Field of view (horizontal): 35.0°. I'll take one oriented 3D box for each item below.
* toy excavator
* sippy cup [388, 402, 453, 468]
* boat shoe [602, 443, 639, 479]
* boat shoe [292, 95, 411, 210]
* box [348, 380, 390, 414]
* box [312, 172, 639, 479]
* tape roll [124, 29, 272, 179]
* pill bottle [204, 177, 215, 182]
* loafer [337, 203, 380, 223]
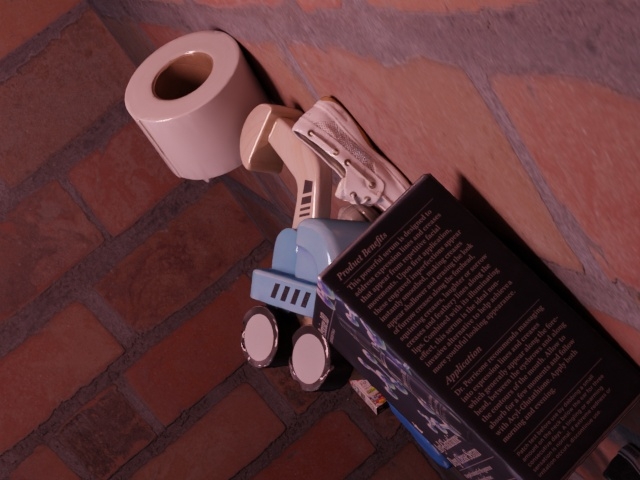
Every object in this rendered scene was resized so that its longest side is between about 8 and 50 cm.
[{"bbox_3d":[0.000,0.000,1.748,0.222,0.445,0.433,5,-174,-39],"label":"toy excavator"},{"bbox_3d":[0.248,0.267,1.772,0.240,0.224,0.305,55,171,-28],"label":"sippy cup"},{"bbox_3d":[0.499,0.412,1.561,0.228,0.076,0.080,55,171,-30],"label":"boat shoe"},{"bbox_3d":[0.062,-0.096,1.603,0.277,0.096,0.098,48,169,7],"label":"boat shoe"},{"bbox_3d":[0.180,0.311,2.397,0.114,0.207,0.036,45,157,33],"label":"box"},{"bbox_3d":[0.198,0.150,1.399,0.395,0.212,0.293,45,167,11],"label":"box"},{"bbox_3d":[-0.230,-0.261,1.957,0.246,0.246,0.169,43,170,44],"label":"tape roll"},{"bbox_3d":[-0.192,-0.219,2.113,0.108,0.193,0.108,49,172,9],"label":"pill bottle"},{"bbox_3d":[0.131,0.063,1.949,0.319,0.112,0.111,62,174,-19],"label":"loafer"}]
